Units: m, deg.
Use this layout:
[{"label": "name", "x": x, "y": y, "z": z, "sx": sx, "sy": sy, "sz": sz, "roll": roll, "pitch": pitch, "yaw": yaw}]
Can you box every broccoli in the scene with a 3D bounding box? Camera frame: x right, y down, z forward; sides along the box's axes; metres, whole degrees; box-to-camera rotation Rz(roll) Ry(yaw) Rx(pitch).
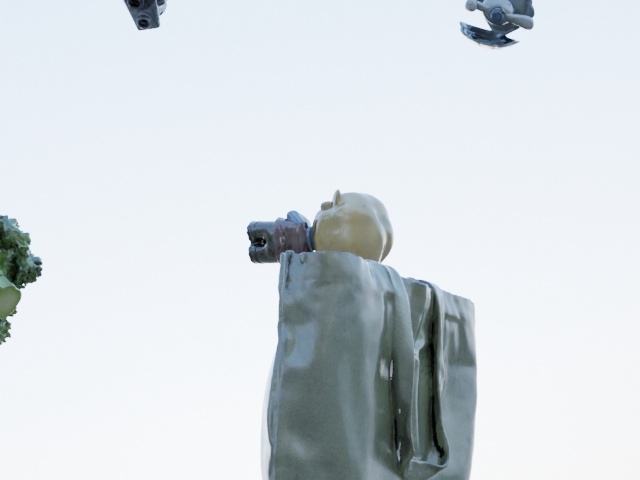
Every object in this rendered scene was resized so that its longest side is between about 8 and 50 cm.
[{"label": "broccoli", "x": -0.642, "y": 0.075, "z": 2.101, "sx": 0.259, "sy": 0.288, "sz": 0.235, "roll": 28, "pitch": -5, "yaw": 11}]

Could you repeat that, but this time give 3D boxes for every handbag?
[{"label": "handbag", "x": 0.045, "y": 0.147, "z": 0.957, "sx": 0.109, "sy": 0.253, "sz": 0.315, "roll": -3, "pitch": -14, "yaw": 31}]

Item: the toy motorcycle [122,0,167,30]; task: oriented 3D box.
[{"label": "toy motorcycle", "x": -0.254, "y": -0.380, "z": 1.455, "sx": 0.106, "sy": 0.159, "sz": 0.270, "roll": -5, "pitch": -48, "yaw": 16}]

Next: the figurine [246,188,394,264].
[{"label": "figurine", "x": 0.000, "y": 0.000, "z": 1.528, "sx": 0.196, "sy": 0.114, "sz": 0.108, "roll": -8, "pitch": -11, "yaw": 27}]

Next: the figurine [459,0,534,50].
[{"label": "figurine", "x": 0.230, "y": -0.286, "z": 1.504, "sx": 0.086, "sy": 0.094, "sz": 0.082, "roll": -36, "pitch": -37, "yaw": -54}]
